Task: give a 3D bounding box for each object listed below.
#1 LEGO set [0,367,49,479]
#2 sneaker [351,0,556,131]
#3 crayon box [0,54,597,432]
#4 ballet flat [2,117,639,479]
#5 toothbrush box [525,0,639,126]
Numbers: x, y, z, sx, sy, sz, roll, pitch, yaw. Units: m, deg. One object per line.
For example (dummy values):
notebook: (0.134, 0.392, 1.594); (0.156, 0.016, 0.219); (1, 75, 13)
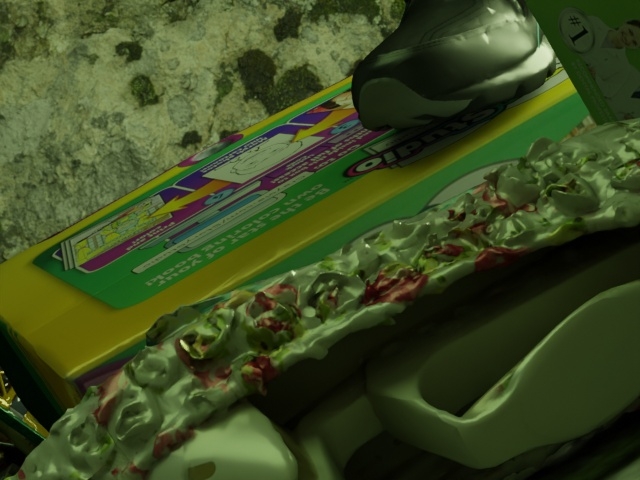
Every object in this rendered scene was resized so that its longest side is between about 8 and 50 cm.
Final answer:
LEGO set: (-0.252, 0.105, 1.034); (0.331, 0.255, 0.192); (-47, 15, 45)
sneaker: (0.085, -0.140, 0.704); (0.101, 0.106, 0.267); (-8, 22, 36)
crayon box: (0.000, 0.000, 0.764); (0.363, 0.106, 0.313); (-30, 17, -18)
ballet flat: (0.014, 0.044, 0.342); (0.241, 0.091, 0.077); (-34, 21, -2)
toothbrush box: (0.225, -0.105, 0.355); (0.206, 0.122, 0.283); (-29, -2, -27)
